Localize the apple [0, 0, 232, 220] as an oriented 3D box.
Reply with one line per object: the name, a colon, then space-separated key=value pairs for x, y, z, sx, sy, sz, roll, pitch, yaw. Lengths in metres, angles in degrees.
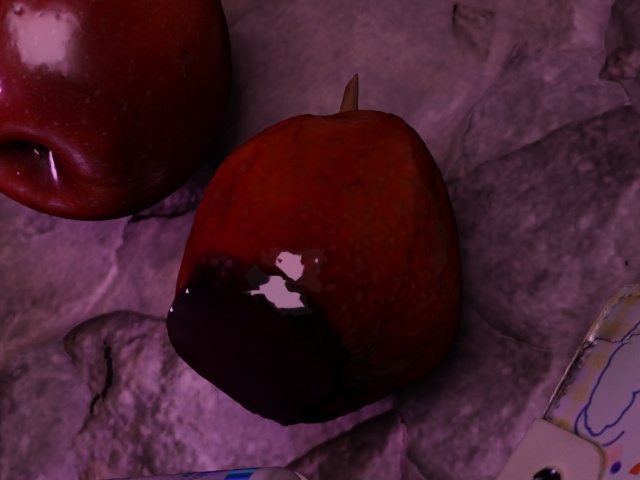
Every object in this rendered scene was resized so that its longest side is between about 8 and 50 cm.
apple: x=-0.168 y=-0.126 z=1.313 sx=0.218 sy=0.218 sz=0.201 roll=15 pitch=68 yaw=24

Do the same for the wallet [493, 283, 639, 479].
wallet: x=0.179 y=0.168 z=1.100 sx=0.309 sy=0.077 sz=0.223 roll=-56 pitch=26 yaw=-12

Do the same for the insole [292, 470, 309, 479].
insole: x=0.014 y=0.229 z=1.218 sx=0.065 sy=0.004 sz=0.197 roll=-36 pitch=62 yaw=3

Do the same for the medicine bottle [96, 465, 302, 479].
medicine bottle: x=-0.103 y=0.205 z=1.208 sx=0.191 sy=0.107 sz=0.107 roll=-7 pitch=66 yaw=20

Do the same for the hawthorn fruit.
hawthorn fruit: x=0.000 y=0.000 z=1.228 sx=0.189 sy=0.189 sz=0.251 roll=-6 pitch=53 yaw=17
